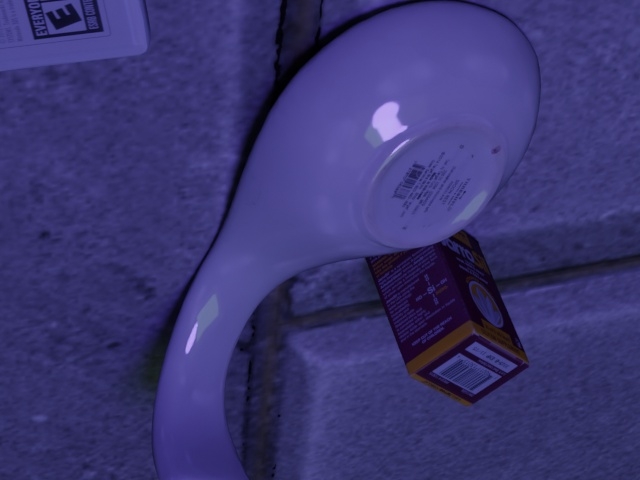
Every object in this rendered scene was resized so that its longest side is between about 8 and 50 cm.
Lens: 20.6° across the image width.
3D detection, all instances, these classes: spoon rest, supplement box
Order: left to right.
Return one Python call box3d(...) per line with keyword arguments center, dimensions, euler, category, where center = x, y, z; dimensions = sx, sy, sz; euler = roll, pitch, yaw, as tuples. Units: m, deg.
box3d(center=(0.000, 0.000, 0.835), dimensions=(0.137, 0.084, 0.276), euler=(16, 118, -40), category="spoon rest")
box3d(center=(0.063, 0.033, 0.883), dimensions=(0.043, 0.083, 0.055), euler=(-37, 141, 21), category="supplement box")

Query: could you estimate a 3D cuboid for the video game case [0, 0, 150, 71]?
box3d(center=(-0.174, -0.135, 0.577), dimensions=(0.206, 0.026, 0.227), euler=(-7, 142, -1), category="video game case")
